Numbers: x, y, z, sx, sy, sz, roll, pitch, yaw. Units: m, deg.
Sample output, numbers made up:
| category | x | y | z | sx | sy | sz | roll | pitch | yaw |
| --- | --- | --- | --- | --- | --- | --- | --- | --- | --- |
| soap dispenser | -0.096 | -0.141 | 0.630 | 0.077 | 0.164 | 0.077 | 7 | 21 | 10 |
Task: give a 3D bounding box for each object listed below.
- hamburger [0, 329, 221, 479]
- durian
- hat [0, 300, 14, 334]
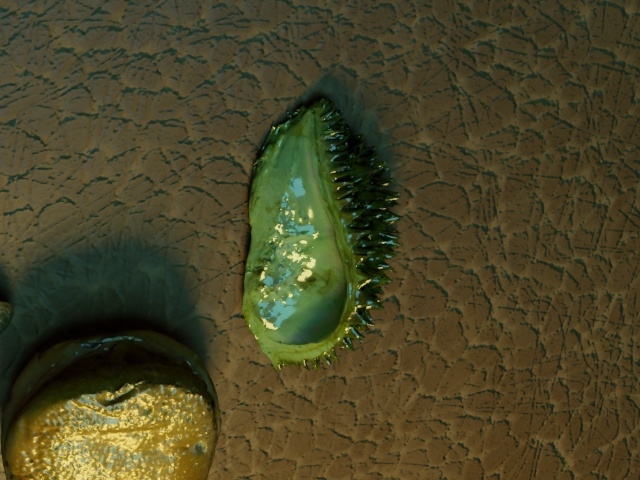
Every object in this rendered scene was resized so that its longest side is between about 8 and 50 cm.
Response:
| category | x | y | z | sx | sy | sz | roll | pitch | yaw |
| --- | --- | --- | --- | --- | --- | --- | --- | --- | --- |
| hamburger | -0.273 | 0.267 | 1.541 | 0.290 | 0.170 | 0.314 | -2 | 118 | -17 |
| durian | 0.004 | -0.004 | 1.567 | 0.198 | 0.163 | 0.394 | 8 | 116 | 18 |
| hat | -0.462 | 0.099 | 1.447 | 0.146 | 0.067 | 0.146 | -36 | 164 | -12 |
